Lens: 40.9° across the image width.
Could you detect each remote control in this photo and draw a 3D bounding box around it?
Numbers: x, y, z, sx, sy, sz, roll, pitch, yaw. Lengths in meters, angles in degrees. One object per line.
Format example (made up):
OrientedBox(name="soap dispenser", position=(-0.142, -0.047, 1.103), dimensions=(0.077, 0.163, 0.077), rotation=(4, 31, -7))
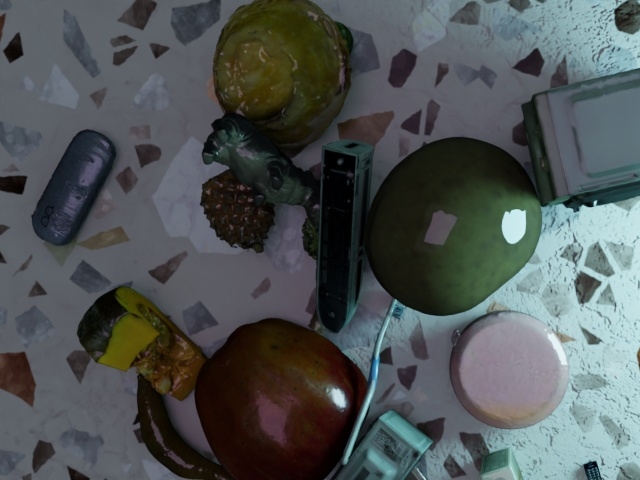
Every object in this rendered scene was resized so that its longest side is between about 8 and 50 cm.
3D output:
OrientedBox(name="remote control", position=(0.570, 0.502, 1.780), dimensions=(0.034, 0.016, 0.091), rotation=(-15, 87, -6))

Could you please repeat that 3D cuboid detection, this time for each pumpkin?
OrientedBox(name="pumpkin", position=(-0.391, 0.229, 1.875), dimensions=(0.280, 0.190, 0.139), rotation=(41, 95, 8))

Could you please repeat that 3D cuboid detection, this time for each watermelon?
OrientedBox(name="watermelon", position=(0.021, -0.426, 1.853), dimensions=(0.109, 0.109, 0.109), rotation=(0, 90, 11))

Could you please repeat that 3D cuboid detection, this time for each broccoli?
OrientedBox(name="broccoli", position=(0.000, 0.000, 1.852), dimensions=(0.095, 0.092, 0.097), rotation=(21, 81, -10))

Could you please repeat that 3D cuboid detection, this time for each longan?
OrientedBox(name="longan", position=(0.257, -0.028, 1.698), dimensions=(0.360, 0.361, 0.361), rotation=(0, 90, 11))

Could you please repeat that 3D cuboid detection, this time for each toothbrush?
OrientedBox(name="toothbrush", position=(0.105, 0.282, 1.793), dimensions=(0.040, 0.040, 0.386), rotation=(19, 69, 10))

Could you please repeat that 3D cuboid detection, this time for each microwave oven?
OrientedBox(name="microwave oven", position=(0.537, -0.175, 1.620), dimensions=(0.286, 0.355, 0.219), rotation=(-11, 87, 10))
OrientedBox(name="microwave oven", position=(0.119, 0.472, 1.792), dimensions=(0.122, 0.162, 0.208), rotation=(37, 98, 16))

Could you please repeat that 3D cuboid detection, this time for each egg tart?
OrientedBox(name="egg tart", position=(-0.104, -0.352, 1.806), dimensions=(0.345, 0.132, 0.345), rotation=(7, 104, 27))

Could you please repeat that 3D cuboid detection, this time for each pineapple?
OrientedBox(name="pineapple", position=(-0.168, -0.060, 1.853), dimensions=(0.166, 0.166, 0.193), rotation=(-26, 87, 9))

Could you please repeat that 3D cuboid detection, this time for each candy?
OrientedBox(name="candy", position=(0.382, 0.261, 1.777), dimensions=(0.255, 0.094, 0.255), rotation=(0, 89, 10))

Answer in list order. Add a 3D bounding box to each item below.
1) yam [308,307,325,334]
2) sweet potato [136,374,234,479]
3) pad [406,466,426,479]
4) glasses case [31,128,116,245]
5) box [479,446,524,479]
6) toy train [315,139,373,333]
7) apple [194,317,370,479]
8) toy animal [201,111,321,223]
OrientedBox(name="yam", position=(0.044, 0.079, 1.867), dimensions=(0.046, 0.046, 0.264), rotation=(26, 96, 10))
OrientedBox(name="sweet potato", position=(-0.322, 0.455, 1.910), dimensions=(0.346, 0.079, 0.108), rotation=(44, 114, 12))
OrientedBox(name="pad", position=(0.194, 0.616, 1.856), dimensions=(0.176, 0.002, 0.266), rotation=(-38, 83, 8))
OrientedBox(name="glasses case", position=(-0.566, -0.121, 1.973), dimensions=(0.109, 0.067, 0.282), rotation=(30, 96, 7))
OrientedBox(name="box", position=(0.400, 0.566, 1.736), dimensions=(0.069, 0.164, 0.257), rotation=(-21, 86, 12))
OrientedBox(name="toy train", position=(0.048, -0.002, 1.767), dimensions=(0.086, 0.088, 0.407), rotation=(17, 118, 28))
OrientedBox(name="apple", position=(-0.091, 0.358, 1.856), dimensions=(0.365, 0.295, 0.328), rotation=(47, 60, 7))
OrientedBox(name="toy animal", position=(-0.090, -0.131, 1.766), dimensions=(0.343, 0.168, 0.106), rotation=(32, 120, -24))
